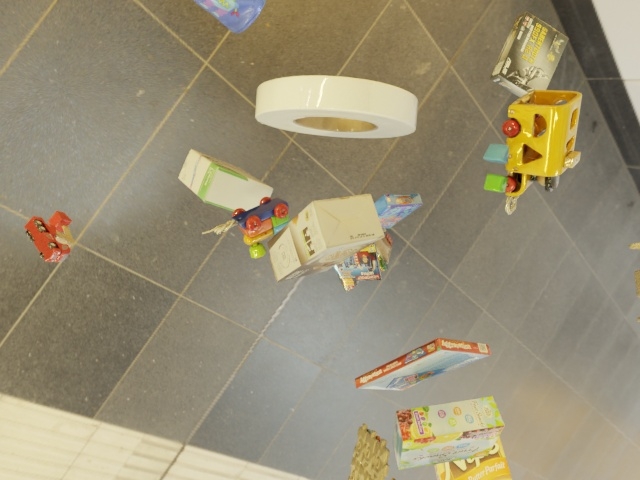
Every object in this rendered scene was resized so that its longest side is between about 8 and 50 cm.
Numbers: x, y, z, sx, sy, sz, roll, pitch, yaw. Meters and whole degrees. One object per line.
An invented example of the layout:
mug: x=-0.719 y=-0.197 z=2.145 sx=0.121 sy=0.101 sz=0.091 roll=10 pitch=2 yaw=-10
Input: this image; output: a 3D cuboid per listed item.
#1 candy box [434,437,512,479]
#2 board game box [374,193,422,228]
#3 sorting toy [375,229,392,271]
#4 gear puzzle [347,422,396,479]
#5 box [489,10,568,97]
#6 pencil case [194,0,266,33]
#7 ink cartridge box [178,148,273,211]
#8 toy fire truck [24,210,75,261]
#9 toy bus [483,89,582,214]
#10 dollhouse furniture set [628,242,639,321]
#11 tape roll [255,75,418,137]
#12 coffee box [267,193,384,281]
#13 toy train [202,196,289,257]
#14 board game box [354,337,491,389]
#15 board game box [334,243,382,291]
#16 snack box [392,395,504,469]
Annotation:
candy box: x=0.407 y=0.621 z=1.187 sx=0.183 sy=0.316 sz=0.087 roll=-9 pitch=147 yaw=2
board game box: x=0.242 y=-0.101 z=1.597 sx=0.160 sy=0.210 sz=0.047 roll=-5 pitch=70 yaw=-30
sorting toy: x=0.246 y=0.018 z=1.877 sx=0.046 sy=0.274 sz=0.132 roll=-28 pitch=108 yaw=28
gear puzzle: x=0.136 y=0.547 z=1.020 sx=0.044 sy=0.339 sz=0.175 roll=16 pitch=77 yaw=-7
box: x=0.693 y=-0.604 z=1.461 sx=0.183 sy=0.056 sz=0.231 roll=24 pitch=91 yaw=-13
pencil case: x=-0.209 y=-0.472 z=0.692 sx=0.306 sy=0.133 sz=0.119 roll=25 pitch=51 yaw=-48
ink cartridge box: x=-0.314 y=-0.187 z=1.430 sx=0.201 sy=0.278 sz=0.117 roll=18 pitch=100 yaw=-38
toy fire truck: x=-0.740 y=-0.012 z=1.228 sx=0.047 sy=0.192 sz=0.135 roll=-46 pitch=160 yaw=8
toy bus: x=0.369 y=-0.146 z=0.729 sx=0.202 sy=0.104 sz=0.190 roll=23 pitch=87 yaw=-50
dollhouse furniture set: x=0.862 y=0.092 z=1.100 sx=0.161 sy=0.242 sz=0.212 roll=4 pitch=76 yaw=-2
tape roll: x=0.037 y=-0.311 z=1.063 sx=0.392 sy=0.392 sz=0.071 roll=1 pitch=97 yaw=-31
coffee box: x=0.000 y=0.000 z=0.924 sx=0.141 sy=0.246 sz=0.098 roll=-9 pitch=76 yaw=-31
toy train: x=-0.193 y=-0.012 z=1.210 sx=0.248 sy=0.105 sz=0.143 roll=-28 pitch=122 yaw=-26
board game box: x=0.215 y=0.278 z=0.965 sx=0.145 sy=0.027 sz=0.281 roll=14 pitch=142 yaw=-29
board game box: x=0.129 y=0.094 z=1.617 sx=0.060 sy=0.194 sz=0.194 roll=-50 pitch=132 yaw=-56
snack box: x=0.264 y=0.415 z=0.940 sx=0.207 sy=0.070 sz=0.174 roll=-7 pitch=136 yaw=-2
